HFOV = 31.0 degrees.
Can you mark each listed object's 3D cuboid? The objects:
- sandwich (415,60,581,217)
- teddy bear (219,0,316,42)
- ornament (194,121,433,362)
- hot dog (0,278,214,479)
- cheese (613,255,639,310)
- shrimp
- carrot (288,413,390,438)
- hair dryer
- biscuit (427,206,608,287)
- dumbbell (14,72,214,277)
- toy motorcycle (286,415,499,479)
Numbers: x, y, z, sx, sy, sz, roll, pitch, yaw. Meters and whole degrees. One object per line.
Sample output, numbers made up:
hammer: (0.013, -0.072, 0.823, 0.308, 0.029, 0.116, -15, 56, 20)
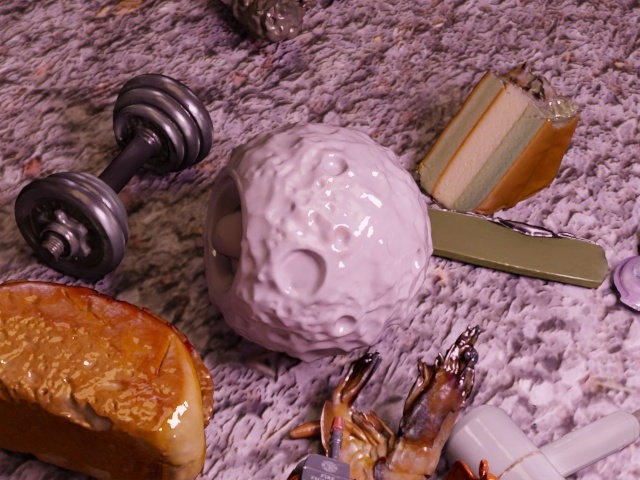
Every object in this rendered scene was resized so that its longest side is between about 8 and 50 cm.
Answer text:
sandwich: (0.296, -0.170, 1.926, 0.227, 0.198, 0.155, -28, 58, -32)
teddy bear: (-0.097, -0.592, 2.145, 0.224, 0.368, 0.357, 9, 39, 32)
ornament: (0.000, 0.000, 1.622, 0.337, 0.337, 0.337, 5, 46, -6)
hot dog: (-0.319, 0.169, 1.505, 0.405, 0.185, 0.223, 18, 48, 5)
cheese: (0.535, 0.051, 1.870, 0.105, 0.042, 0.191, 27, 46, 13)
shrimp: (0.102, 0.220, 1.551, 0.178, 0.075, 0.289, 24, 87, 20)
carrot: (0.026, 0.259, 1.589, 0.142, 0.035, 0.035, -3, 48, -5)
hair dryer: (0.349, 0.282, 1.600, 0.357, 0.107, 0.173, -15, 51, -34)
biscuit: (0.305, 0.012, 1.868, 0.322, 0.038, 0.099, 12, 50, 0)
dumbbell: (-0.307, -0.104, 1.769, 0.179, 0.179, 0.406, 23, 46, 11)
toy motorcycle: (0.101, 0.339, 1.389, 0.325, 0.148, 0.221, 16, 28, -4)
